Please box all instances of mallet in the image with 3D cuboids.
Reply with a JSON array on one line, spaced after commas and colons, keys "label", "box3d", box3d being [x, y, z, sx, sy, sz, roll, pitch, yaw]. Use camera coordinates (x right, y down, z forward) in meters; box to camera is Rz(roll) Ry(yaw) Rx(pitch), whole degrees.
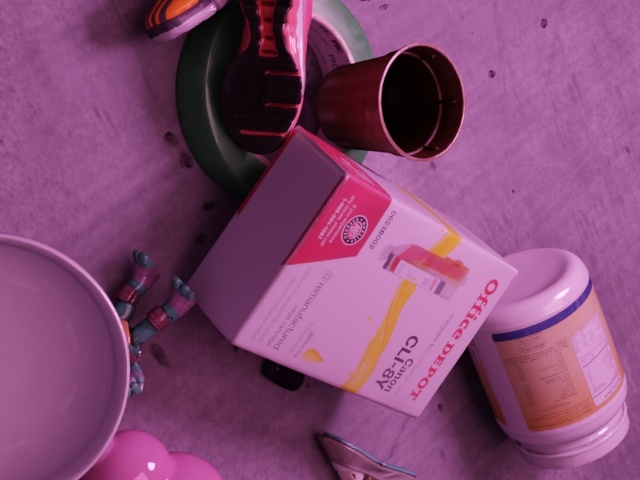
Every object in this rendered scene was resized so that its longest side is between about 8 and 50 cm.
[{"label": "mallet", "box3d": [-0.038, 0.127, 2.025, 0.062, 0.039, 0.189, 25, 72, -41]}]

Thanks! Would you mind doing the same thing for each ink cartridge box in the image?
[{"label": "ink cartridge box", "box3d": [0.054, 0.056, 1.908, 0.385, 0.160, 0.279, 27, 101, -41]}]

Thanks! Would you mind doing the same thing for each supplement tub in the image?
[{"label": "supplement tub", "box3d": [0.372, 0.195, 2.237, 0.228, 0.228, 0.316, -37, 115, -32]}]

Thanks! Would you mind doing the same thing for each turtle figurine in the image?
[{"label": "turtle figurine", "box3d": [-0.279, 0.130, 1.780, 0.175, 0.118, 0.234, 39, 71, 10]}]

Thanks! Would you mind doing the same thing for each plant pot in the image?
[{"label": "plant pot", "box3d": [0.092, -0.195, 1.931, 0.167, 0.165, 0.167, -3, 94, -39]}]

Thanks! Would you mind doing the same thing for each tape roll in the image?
[{"label": "tape roll", "box3d": [-0.056, -0.213, 1.965, 0.321, 0.077, 0.321, -3, 95, -39]}]

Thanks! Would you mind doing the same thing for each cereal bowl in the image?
[{"label": "cereal bowl", "box3d": [-0.402, 0.153, 1.621, 0.339, 0.141, 0.339, 0, 92, -11]}]

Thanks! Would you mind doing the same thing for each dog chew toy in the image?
[{"label": "dog chew toy", "box3d": [-0.191, 0.380, 1.813, 0.332, 0.206, 0.206, 48, 63, -22]}]

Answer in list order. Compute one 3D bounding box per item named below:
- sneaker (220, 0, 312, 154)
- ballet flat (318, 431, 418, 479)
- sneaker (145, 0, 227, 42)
[{"label": "sneaker", "box3d": [-0.052, -0.272, 1.836, 0.136, 0.116, 0.314, -40, 139, -65]}, {"label": "ballet flat", "box3d": [0.070, 0.362, 2.101, 0.213, 0.072, 0.068, 31, 77, -37]}, {"label": "sneaker", "box3d": [-0.177, -0.419, 1.843, 0.180, 0.125, 0.321, 51, 52, -25]}]
